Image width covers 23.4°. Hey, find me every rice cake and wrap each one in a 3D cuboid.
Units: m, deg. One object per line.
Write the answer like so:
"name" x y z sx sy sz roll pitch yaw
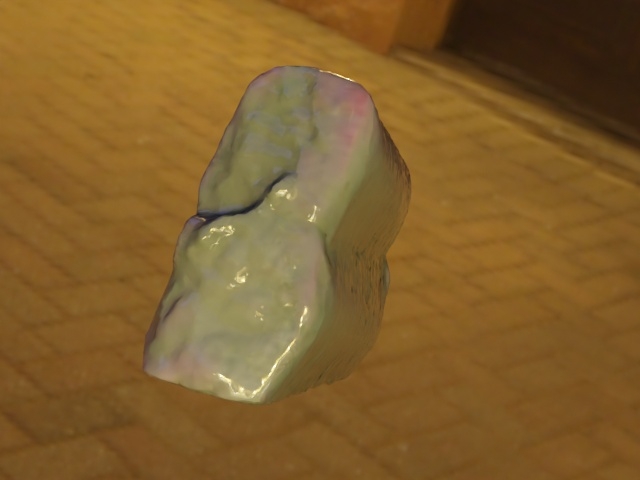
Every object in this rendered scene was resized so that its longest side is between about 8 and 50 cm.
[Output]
"rice cake" 0.000 0.001 0.429 0.042 0.080 0.222 20 0 7
